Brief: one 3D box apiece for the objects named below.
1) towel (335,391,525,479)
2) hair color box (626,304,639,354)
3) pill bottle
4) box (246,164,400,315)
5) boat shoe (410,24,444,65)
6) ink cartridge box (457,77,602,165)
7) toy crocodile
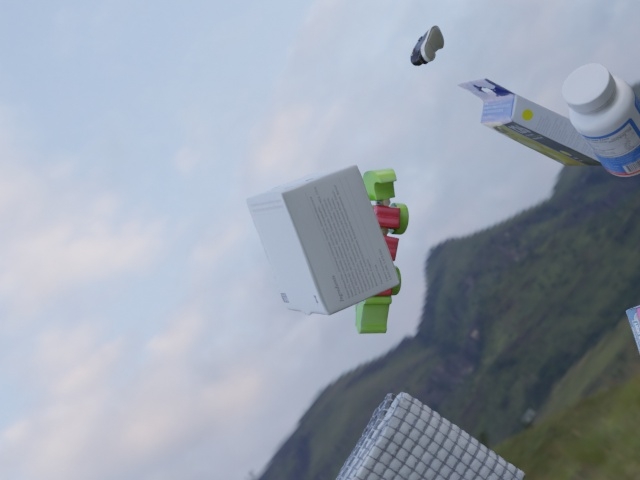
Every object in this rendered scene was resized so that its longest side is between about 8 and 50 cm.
[{"bbox_3d":[0.126,0.393,1.713,0.283,0.235,0.121,-57,9,-16],"label":"towel"},{"bbox_3d":[0.637,0.134,1.795,0.347,0.174,0.105,-15,-4,-30],"label":"hair color box"},{"bbox_3d":[0.531,-0.224,2.190,0.124,0.124,0.221,-51,-49,-4],"label":"pill bottle"},{"bbox_3d":[0.000,0.000,1.676,0.119,0.182,0.181,-23,7,-18],"label":"box"},{"bbox_3d":[0.196,-0.356,2.195,0.038,0.046,0.125,-21,26,31],"label":"boat shoe"},{"bbox_3d":[0.442,-0.246,2.534,0.303,0.307,0.072,-129,62,-84],"label":"ink cartridge box"},{"bbox_3d":[0.115,0.022,2.417,0.115,0.105,0.340,5,-88,-20],"label":"toy crocodile"}]
